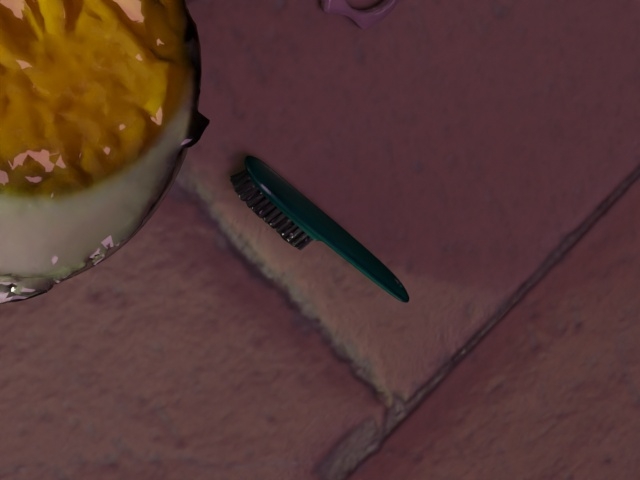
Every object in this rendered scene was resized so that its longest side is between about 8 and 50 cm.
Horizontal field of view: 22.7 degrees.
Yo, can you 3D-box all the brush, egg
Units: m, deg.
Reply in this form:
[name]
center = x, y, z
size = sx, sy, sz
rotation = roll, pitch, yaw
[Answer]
[brush]
center = 0.000, 0.000, 1.206
size = 0.032, 0.043, 0.193
rotation = -38, 127, 15
[egg]
center = -0.216, -0.102, 0.983
size = 0.264, 0.174, 0.286
rotation = -13, 90, -18

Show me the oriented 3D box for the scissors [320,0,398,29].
[scissors]
center = 0.086, -0.233, 1.158
size = 0.212, 0.021, 0.110
rotation = -25, 122, -14
